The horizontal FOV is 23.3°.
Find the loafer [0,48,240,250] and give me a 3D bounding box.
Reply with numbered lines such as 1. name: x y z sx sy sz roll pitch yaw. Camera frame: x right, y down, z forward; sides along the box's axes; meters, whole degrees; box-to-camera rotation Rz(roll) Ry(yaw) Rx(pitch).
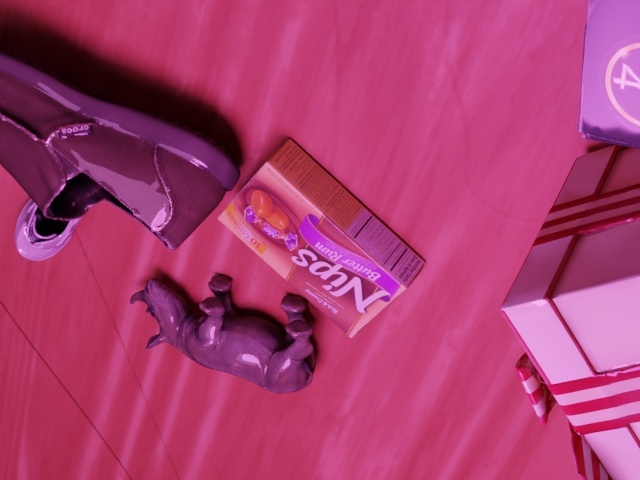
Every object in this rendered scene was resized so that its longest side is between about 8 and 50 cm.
1. loafer: -0.267 -0.092 1.564 0.366 0.130 0.134 20 169 17

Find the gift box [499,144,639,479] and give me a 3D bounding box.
1. gift box: 0.315 0.075 1.274 0.258 0.255 0.276 -16 112 38

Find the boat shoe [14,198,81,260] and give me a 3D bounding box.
1. boat shoe: -0.298 -0.022 1.714 0.066 0.063 0.184 48 134 -8

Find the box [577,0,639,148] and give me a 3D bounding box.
1. box: 0.264 -0.281 0.936 0.097 0.395 0.318 14 128 23

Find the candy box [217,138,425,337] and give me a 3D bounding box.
1. candy box: 0.000 0.000 1.554 0.187 0.053 0.109 43 134 -2

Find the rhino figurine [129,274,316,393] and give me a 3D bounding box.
1. rhino figurine: -0.108 0.099 1.684 0.243 0.073 0.106 15 127 24
